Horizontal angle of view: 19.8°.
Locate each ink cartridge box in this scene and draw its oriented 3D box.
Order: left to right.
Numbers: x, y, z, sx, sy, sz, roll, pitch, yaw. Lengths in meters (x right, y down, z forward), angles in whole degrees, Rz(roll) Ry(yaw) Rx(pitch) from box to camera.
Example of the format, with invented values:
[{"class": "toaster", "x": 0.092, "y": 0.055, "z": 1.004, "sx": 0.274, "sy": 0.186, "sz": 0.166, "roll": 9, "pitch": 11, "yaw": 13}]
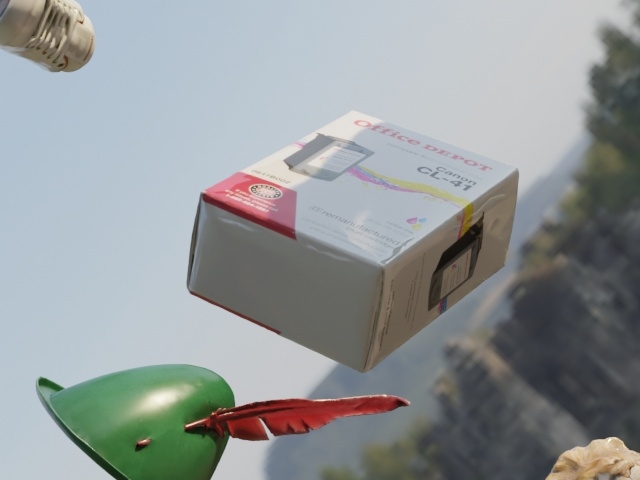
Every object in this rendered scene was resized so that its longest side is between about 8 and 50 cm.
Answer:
[{"class": "ink cartridge box", "x": 0.039, "y": -0.009, "z": 1.919, "sx": 0.306, "sy": 0.226, "sz": 0.131, "roll": -35, "pitch": -40, "yaw": -51}]

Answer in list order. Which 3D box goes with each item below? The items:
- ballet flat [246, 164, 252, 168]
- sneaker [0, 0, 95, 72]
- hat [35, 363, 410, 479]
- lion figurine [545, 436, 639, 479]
[{"class": "ballet flat", "x": 0.000, "y": 0.000, "z": 2.161, "sx": 0.077, "sy": 0.241, "sz": 0.091, "roll": -38, "pitch": 6, "yaw": -34}, {"class": "sneaker", "x": -0.288, "y": -0.235, "z": 1.930, "sx": 0.106, "sy": 0.123, "sz": 0.290, "roll": -65, "pitch": 11, "yaw": 1}, {"class": "hat", "x": -0.089, "y": 0.109, "z": 1.434, "sx": 0.183, "sy": 0.173, "sz": 0.208, "roll": -48, "pitch": -45, "yaw": 1}, {"class": "lion figurine", "x": 0.379, "y": 0.209, "z": 1.542, "sx": 0.392, "sy": 0.240, "sz": 0.142, "roll": -23, "pitch": -41, "yaw": -39}]
